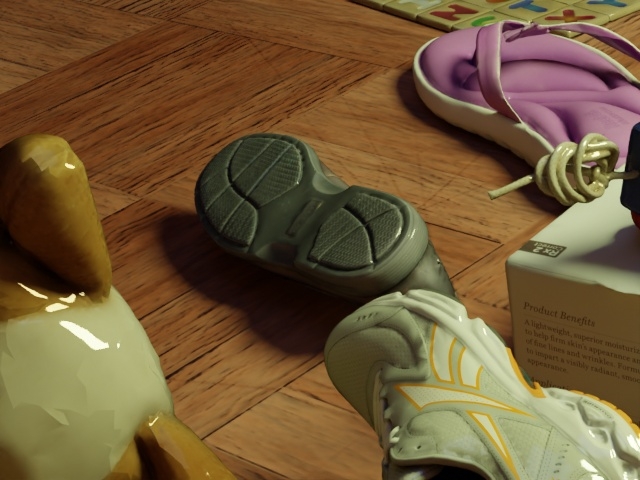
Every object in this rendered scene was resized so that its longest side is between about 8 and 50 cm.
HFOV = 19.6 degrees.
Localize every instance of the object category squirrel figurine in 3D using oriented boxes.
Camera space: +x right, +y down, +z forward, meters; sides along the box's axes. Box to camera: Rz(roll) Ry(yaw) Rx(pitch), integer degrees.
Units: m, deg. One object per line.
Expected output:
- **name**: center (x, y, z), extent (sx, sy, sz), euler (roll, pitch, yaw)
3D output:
- **squirrel figurine**: center (-0.291, 0.136, 1.082), extent (0.370, 0.281, 0.397), euler (-31, 19, -21)

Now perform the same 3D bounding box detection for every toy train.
- **toy train**: center (0.241, -0.023, 1.106), extent (0.248, 0.105, 0.143), euler (-20, 43, -25)

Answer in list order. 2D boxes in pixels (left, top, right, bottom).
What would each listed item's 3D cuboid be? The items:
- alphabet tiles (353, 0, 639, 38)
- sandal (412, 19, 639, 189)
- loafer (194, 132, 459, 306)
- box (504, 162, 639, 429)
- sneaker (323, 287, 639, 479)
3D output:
- **alphabet tiles**: center (0.213, -0.283, 2.000), extent (0.285, 0.011, 0.342), euler (-24, 30, -29)
- **sandal**: center (0.210, -0.143, 1.612), extent (0.169, 0.102, 0.416), euler (-16, 27, -17)
- **loafer**: center (0.000, 0.000, 1.426), extent (0.109, 0.095, 0.302), euler (-48, 32, -9)
- **box**: center (0.244, 0.043, 1.206), extent (0.181, 0.119, 0.182), euler (13, 33, 36)
- **sneaker**: center (0.065, 0.110, 1.036), extent (0.121, 0.099, 0.262), euler (-24, 30, -27)
